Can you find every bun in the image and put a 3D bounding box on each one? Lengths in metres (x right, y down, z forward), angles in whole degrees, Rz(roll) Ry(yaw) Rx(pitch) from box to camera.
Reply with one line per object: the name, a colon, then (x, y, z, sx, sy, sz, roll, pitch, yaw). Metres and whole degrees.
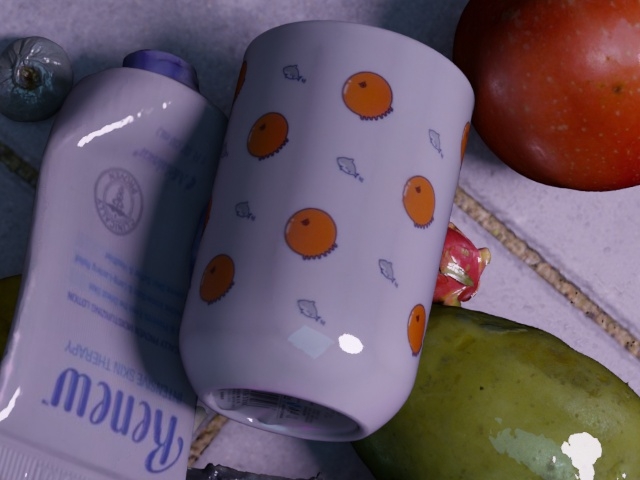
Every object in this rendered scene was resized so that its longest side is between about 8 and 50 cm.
bun: (-0.269, -0.149, 1.301, 0.083, 0.045, 0.083, 0, 89, -4)

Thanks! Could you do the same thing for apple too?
apple: (0.250, -0.162, 1.281, 0.260, 0.260, 0.217, -28, 107, -8)

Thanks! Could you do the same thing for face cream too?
face cream: (-0.174, 0.026, 1.212, 0.235, 0.137, 0.420, 34, 55, -47)

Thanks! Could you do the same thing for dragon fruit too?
dragon fruit: (0.105, 0.021, 1.344, 0.116, 0.081, 0.086, 28, 62, -20)

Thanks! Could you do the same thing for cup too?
cup: (0.000, 0.000, 1.207, 0.212, 0.212, 0.318, 17, 69, -9)

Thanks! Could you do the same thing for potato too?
potato: (0.165, 0.180, 1.291, 0.304, 0.216, 0.216, 30, 86, -1)

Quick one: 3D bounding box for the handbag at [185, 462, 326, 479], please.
handbag: (-0.048, 0.281, 1.273, 0.270, 0.089, 0.175, 3, 115, 3)

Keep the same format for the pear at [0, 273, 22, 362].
pear: (-0.262, 0.104, 1.251, 0.148, 0.162, 0.149, -2, 96, -19)

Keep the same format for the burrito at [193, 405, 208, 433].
burrito: (-0.247, 0.288, 1.293, 0.117, 0.076, 0.392, 36, 85, -11)
